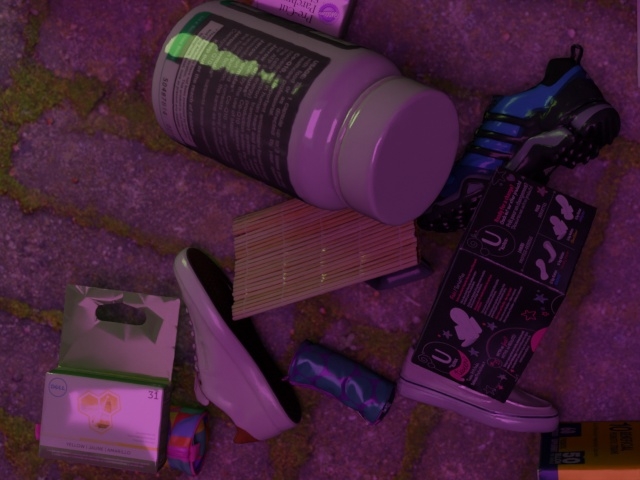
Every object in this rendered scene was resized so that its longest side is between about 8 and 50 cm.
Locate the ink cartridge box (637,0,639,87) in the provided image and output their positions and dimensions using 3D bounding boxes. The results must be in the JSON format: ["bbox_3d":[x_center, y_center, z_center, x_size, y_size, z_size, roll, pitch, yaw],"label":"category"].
[{"bbox_3d":[0.497,-0.267,1.807,0.179,0.045,0.145,1,97,29],"label":"ink cartridge box"}]

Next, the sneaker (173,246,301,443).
[{"bbox_3d":[-0.148,0.154,1.964,0.123,0.106,0.290,-28,91,19],"label":"sneaker"}]

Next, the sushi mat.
[{"bbox_3d":[0.000,0.000,1.858,0.317,0.019,0.151,-19,64,36],"label":"sushi mat"}]

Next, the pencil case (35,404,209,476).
[{"bbox_3d":[-0.276,0.272,2.012,0.236,0.104,0.104,5,101,8],"label":"pencil case"}]

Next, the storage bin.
[{"bbox_3d":[0.084,0.005,1.882,0.098,0.135,0.091,-18,72,13],"label":"storage bin"}]

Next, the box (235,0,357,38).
[{"bbox_3d":[-0.111,-0.353,1.886,0.324,0.063,0.067,22,104,6],"label":"box"}]

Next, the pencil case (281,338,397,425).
[{"bbox_3d":[0.028,0.197,1.960,0.152,0.064,0.070,27,75,5],"label":"pencil case"}]

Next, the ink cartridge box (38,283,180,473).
[{"bbox_3d":[-0.287,0.188,1.932,0.171,0.056,0.235,7,97,8],"label":"ink cartridge box"}]

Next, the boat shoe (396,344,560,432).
[{"bbox_3d":[0.216,0.199,1.917,0.226,0.083,0.075,13,103,9],"label":"boat shoe"}]

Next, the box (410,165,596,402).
[{"bbox_3d":[0.227,0.057,1.796,0.142,0.163,0.247,24,140,5],"label":"box"}]

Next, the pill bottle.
[{"bbox_3d":[-0.021,-0.159,1.764,0.361,0.204,0.204,26,106,35],"label":"pill bottle"}]

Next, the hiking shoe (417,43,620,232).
[{"bbox_3d":[0.244,-0.120,1.860,0.304,0.113,0.132,-32,63,20],"label":"hiking shoe"}]

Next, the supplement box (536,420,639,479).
[{"bbox_3d":[0.467,0.351,1.842,0.357,0.194,0.195,-3,100,10],"label":"supplement box"}]
